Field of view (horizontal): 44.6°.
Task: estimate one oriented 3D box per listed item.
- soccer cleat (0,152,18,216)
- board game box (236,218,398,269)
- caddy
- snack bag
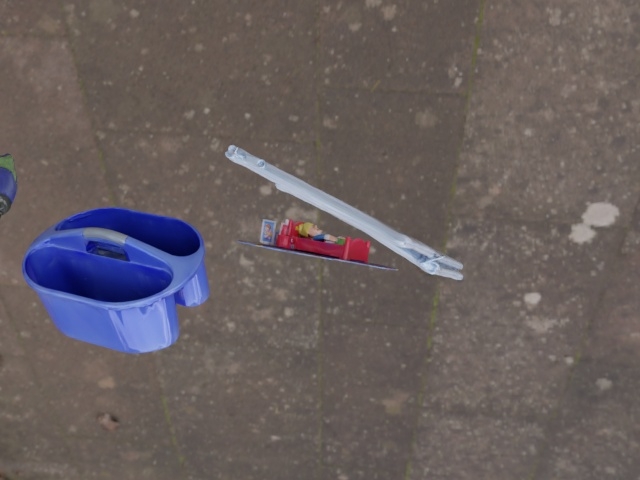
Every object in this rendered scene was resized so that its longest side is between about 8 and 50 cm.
[{"bbox_3d":[-0.592,-0.092,1.142,0.289,0.121,0.093,4,148,-8],"label":"soccer cleat"},{"bbox_3d":[0.000,0.000,0.800,0.168,0.033,0.133,10,180,-13],"label":"board game box"},{"bbox_3d":[-0.362,0.052,1.397,0.341,0.241,0.179,10,131,22],"label":"caddy"},{"bbox_3d":[0.050,-0.034,1.207,0.323,0.037,0.342,29,-176,23],"label":"snack bag"}]
